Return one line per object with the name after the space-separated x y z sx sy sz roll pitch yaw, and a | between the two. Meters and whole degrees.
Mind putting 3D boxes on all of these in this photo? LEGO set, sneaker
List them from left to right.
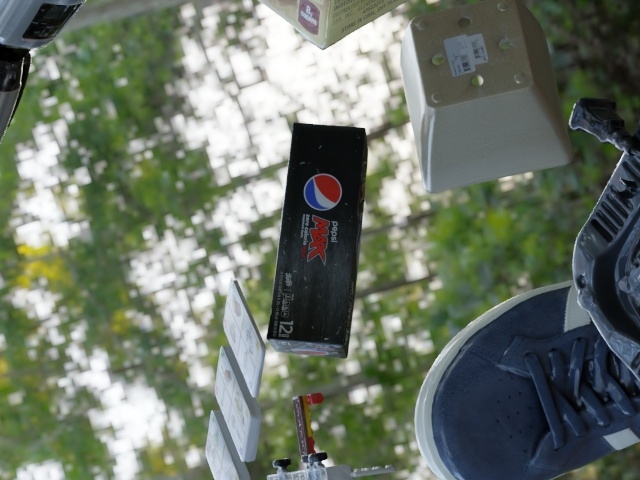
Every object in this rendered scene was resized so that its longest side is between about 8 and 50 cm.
-0.019 0.167 1.144 0.244 0.060 0.182 -117 29 -47 | LEGO set
0.233 0.075 1.122 0.148 0.350 0.131 -9 102 68 | sneaker

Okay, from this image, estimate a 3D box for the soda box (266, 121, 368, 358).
0.000 0.000 1.229 0.053 0.060 0.168 75 -159 -76 | soda box

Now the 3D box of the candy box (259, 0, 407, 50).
-0.019 -0.284 0.916 0.183 0.087 0.316 39 147 26 | candy box

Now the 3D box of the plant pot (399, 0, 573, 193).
0.110 -0.110 1.147 0.096 0.109 0.109 63 -164 -66 | plant pot

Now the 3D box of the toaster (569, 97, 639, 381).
0.210 0.020 0.663 0.146 0.129 0.227 -6 -136 -35 | toaster

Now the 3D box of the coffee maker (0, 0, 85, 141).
-0.253 -0.136 1.044 0.171 0.178 0.120 29 -160 -6 | coffee maker
